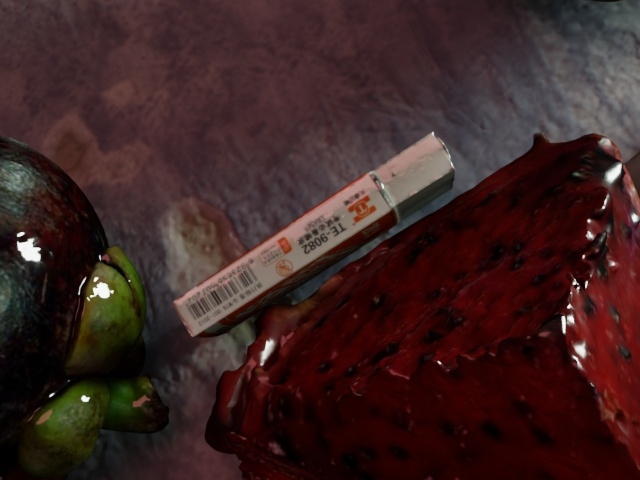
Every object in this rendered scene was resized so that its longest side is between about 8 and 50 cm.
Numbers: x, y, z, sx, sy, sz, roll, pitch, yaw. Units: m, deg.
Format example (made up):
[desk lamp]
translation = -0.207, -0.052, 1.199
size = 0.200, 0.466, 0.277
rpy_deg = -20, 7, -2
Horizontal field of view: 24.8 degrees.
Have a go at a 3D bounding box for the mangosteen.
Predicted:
[mangosteen]
translation = -0.275, 0.058, 1.140
size = 0.300, 0.300, 0.300
rpy_deg = -7, 65, 15

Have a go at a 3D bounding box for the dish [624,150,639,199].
[dish]
translation = 0.352, -0.081, 1.100
size = 0.234, 0.064, 0.154
rpy_deg = -39, 60, -3

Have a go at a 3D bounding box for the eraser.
[eraser]
translation = 0.000, 0.000, 1.127
size = 0.230, 0.157, 0.038
rpy_deg = -33, 85, 2

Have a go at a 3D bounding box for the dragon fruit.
[dragon fruit]
translation = 0.110, 0.110, 1.085
size = 0.329, 0.228, 0.286
rpy_deg = -23, 27, 29
